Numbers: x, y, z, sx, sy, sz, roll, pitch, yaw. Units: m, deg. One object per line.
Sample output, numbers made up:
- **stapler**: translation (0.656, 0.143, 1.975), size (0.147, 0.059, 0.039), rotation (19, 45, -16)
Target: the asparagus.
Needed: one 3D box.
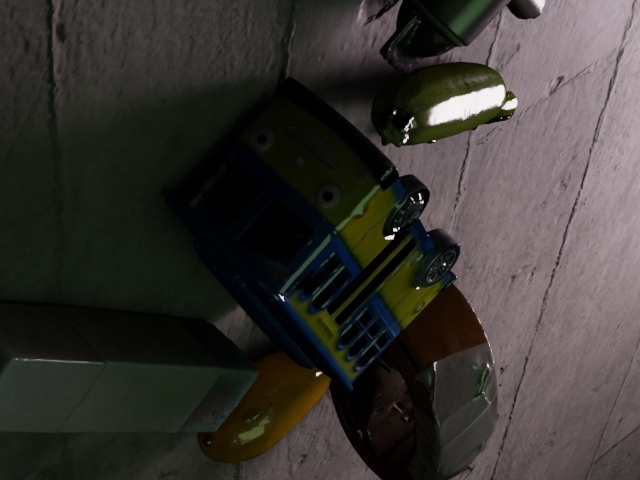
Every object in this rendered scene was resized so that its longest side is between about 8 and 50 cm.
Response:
- **asparagus**: translation (0.129, -0.114, 1.862), size (0.165, 0.030, 0.036), rotation (-20, 172, -46)

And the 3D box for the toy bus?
- **toy bus**: translation (0.000, 0.000, 1.695), size (0.175, 0.138, 0.287), rotation (-46, 156, -5)

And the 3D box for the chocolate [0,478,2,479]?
- **chocolate**: translation (-0.330, 0.273, 1.498), size (0.284, 0.186, 0.283), rotation (-22, 127, -33)

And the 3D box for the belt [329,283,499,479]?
- **belt**: translation (0.093, 0.147, 2.012), size (0.105, 0.184, 0.261), rotation (-32, 152, -28)

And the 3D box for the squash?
- **squash**: translation (0.096, -0.120, 1.738), size (0.066, 0.066, 0.252), rotation (-58, 163, 23)

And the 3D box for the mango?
- **mango**: translation (-0.048, 0.154, 1.928), size (0.190, 0.075, 0.098), rotation (-30, 167, -40)

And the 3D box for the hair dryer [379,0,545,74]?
- **hair dryer**: translation (0.149, -0.206, 1.721), size (0.195, 0.078, 0.248), rotation (-48, 161, 6)

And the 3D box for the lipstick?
- **lipstick**: translation (-0.183, 0.107, 1.635), size (0.080, 0.076, 0.371), rotation (-53, 155, 14)

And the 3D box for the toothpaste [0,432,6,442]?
- **toothpaste**: translation (-0.310, 0.200, 1.617), size (0.043, 0.037, 0.178), rotation (-6, 133, -57)
